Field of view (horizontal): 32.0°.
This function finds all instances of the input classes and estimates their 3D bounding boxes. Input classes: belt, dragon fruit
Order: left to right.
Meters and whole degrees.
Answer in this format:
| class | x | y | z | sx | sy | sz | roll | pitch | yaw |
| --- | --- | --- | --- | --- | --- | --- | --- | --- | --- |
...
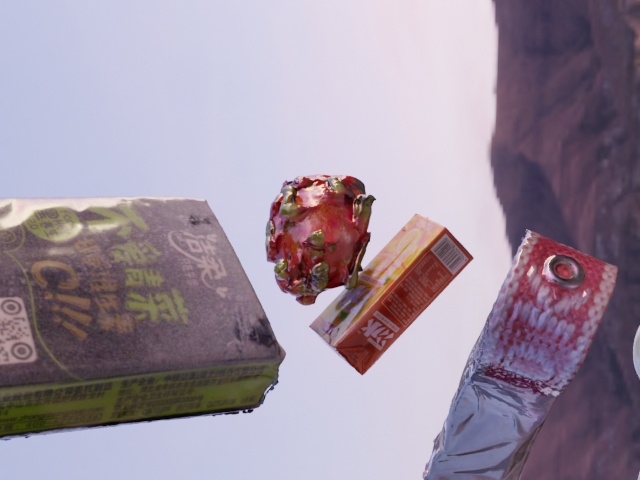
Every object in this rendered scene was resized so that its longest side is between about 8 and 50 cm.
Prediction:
| class | x | y | z | sx | sy | sz | roll | pitch | yaw |
| --- | --- | --- | --- | --- | --- | --- | --- | --- | --- |
| dragon fruit | 0.000 | 0.000 | 1.490 | 0.160 | 0.166 | 0.172 | 22 | -122 | -33 |
| belt | 0.094 | 0.077 | 0.563 | 0.232 | 0.053 | 0.071 | 93 | -158 | -59 |

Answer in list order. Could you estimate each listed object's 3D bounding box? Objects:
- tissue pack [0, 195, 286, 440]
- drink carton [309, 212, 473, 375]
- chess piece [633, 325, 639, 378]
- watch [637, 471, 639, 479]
| class | x | y | z | sx | sy | sz | roll | pitch | yaw |
| --- | --- | --- | --- | --- | --- | --- | --- | --- | --- |
| tissue pack | -0.273 | 0.077 | 1.283 | 0.288 | 0.394 | 0.124 | 62 | 141 | 36 |
| drink carton | 0.095 | 0.071 | 1.522 | 0.223 | 0.096 | 0.071 | -47 | -65 | -6 |
| chess piece | 0.379 | 0.086 | 1.001 | 0.251 | 0.144 | 0.144 | 134 | 150 | -61 |
| watch | 0.422 | 0.332 | 1.200 | 0.068 | 0.206 | 0.193 | -40 | 40 | 46 |
